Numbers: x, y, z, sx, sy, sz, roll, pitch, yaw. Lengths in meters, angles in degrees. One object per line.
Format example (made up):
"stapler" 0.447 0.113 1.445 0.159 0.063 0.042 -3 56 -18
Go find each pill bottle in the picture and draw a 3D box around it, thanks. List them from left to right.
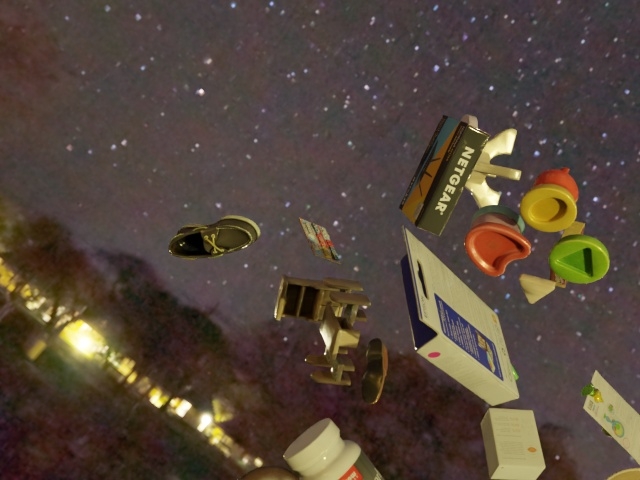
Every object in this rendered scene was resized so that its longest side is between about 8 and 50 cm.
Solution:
"pill bottle" 0.069 0.701 1.909 0.363 0.210 0.210 52 -18 -1

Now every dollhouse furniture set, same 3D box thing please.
"dollhouse furniture set" -0.007 0.186 1.596 0.161 0.212 0.242 8 19 -14

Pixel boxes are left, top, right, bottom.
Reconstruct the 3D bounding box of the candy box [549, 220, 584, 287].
"candy box" 0.752 0.040 2.062 0.053 0.186 0.109 17 -38 29

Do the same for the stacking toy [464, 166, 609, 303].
"stacking toy" 0.525 -0.014 1.615 0.279 0.130 0.309 43 -44 -13

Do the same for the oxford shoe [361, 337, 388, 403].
"oxford shoe" 0.180 0.413 2.094 0.076 0.212 0.076 -11 -41 32

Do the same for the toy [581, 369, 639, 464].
"toy" 0.793 0.484 1.845 0.237 0.137 0.056 47 -39 -11

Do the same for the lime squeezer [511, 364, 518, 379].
"lime squeezer" 0.404 0.243 1.788 0.310 0.059 0.110 36 -61 24

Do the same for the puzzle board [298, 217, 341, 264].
"puzzle board" 0.000 0.000 1.706 0.096 0.011 0.128 22 33 -43

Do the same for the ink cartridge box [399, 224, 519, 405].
"ink cartridge box" 0.220 0.137 1.135 0.069 0.175 0.371 -25 -41 23

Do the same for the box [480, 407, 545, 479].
"box" 0.527 0.562 1.866 0.130 0.170 0.091 4 -42 -3

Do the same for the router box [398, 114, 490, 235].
"router box" 0.198 -0.110 1.107 0.046 0.179 0.133 22 12 -13

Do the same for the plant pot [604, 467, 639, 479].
"plant pot" 0.469 0.502 0.962 0.284 0.284 0.191 33 -50 15

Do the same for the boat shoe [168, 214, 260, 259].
"boat shoe" -0.227 0.001 1.435 0.228 0.068 0.081 -7 -61 36

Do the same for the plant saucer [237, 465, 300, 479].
"plant saucer" -0.130 0.717 1.663 0.050 0.310 0.310 -7 -46 49

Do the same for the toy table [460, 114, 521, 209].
"toy table" 0.447 -0.203 1.918 0.161 0.274 0.252 14 18 -7
